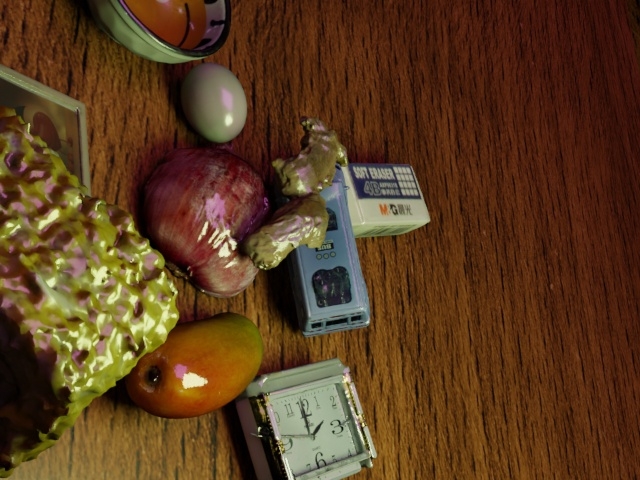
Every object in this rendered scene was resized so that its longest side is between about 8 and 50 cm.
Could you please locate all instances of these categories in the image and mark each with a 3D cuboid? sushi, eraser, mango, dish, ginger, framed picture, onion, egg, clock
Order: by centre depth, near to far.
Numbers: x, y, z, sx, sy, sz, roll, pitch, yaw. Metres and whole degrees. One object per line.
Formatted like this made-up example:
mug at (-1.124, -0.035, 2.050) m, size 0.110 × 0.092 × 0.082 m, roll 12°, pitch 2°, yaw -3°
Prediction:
sushi at (-0.376, 0.060, 1.159) m, size 0.351 × 0.396 × 0.240 m, roll 49°, pitch 39°, yaw -7°
framed picture at (-0.414, -0.136, 1.504) m, size 0.289 × 0.020 × 0.211 m, roll 24°, pitch 51°, yaw -53°
mango at (-0.164, 0.169, 1.574) m, size 0.289 × 0.146 × 0.129 m, roll -23°, pitch 104°, yaw -57°
clock at (-0.029, 0.288, 1.729) m, size 0.253 × 0.083 × 0.186 m, roll -4°, pitch 73°, yaw -53°
ginger at (-0.031, -0.071, 1.732) m, size 0.122 × 0.084 × 0.290 m, roll 46°, pitch 46°, yaw -28°
onion at (-0.148, -0.062, 1.750) m, size 0.227 × 0.120 × 0.283 m, roll 45°, pitch 40°, yaw -33°
dish at (-0.277, -0.392, 1.769) m, size 0.303 × 0.120 × 0.303 m, roll 28°, pitch 50°, yaw -40°
egg at (-0.171, -0.221, 1.821) m, size 0.103 × 0.103 × 0.135 m, roll -6°, pitch 72°, yaw -53°
eraser at (0.085, -0.073, 2.079) m, size 0.279 × 0.081 × 0.124 m, roll -4°, pitch 74°, yaw -53°

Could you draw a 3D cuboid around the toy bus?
toy bus at (0.000, 0.000, 1.852) m, size 0.133 × 0.125 × 0.292 m, roll 92°, pitch -12°, yaw -72°
